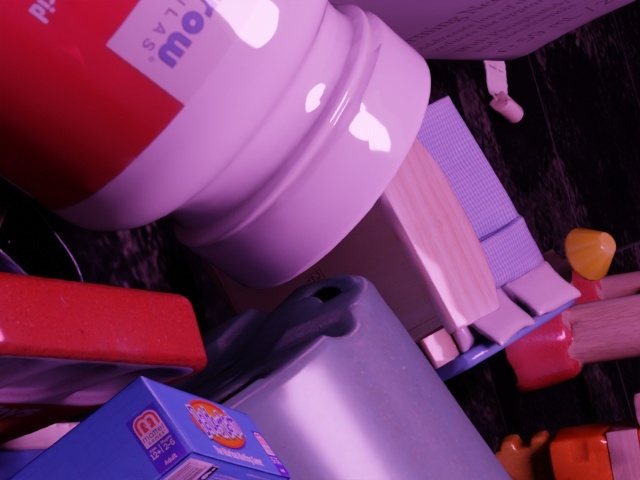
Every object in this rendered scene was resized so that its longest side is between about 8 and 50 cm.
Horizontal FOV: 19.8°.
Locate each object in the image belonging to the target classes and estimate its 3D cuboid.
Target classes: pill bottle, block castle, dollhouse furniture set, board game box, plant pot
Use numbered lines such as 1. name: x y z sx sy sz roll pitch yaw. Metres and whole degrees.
1. pill bottle: -0.145 -0.152 1.003 0.407 0.229 0.229 36 43 -22
2. block castle: 0.273 0.254 1.670 0.303 0.213 0.453 -18 98 -73
3. dollhouse furniture set: 0.079 -0.056 1.307 0.303 0.198 0.286 -24 84 -42
4. board game box: -0.128 0.155 0.885 0.047 0.210 0.160 53 4 18
5. plant pot: 0.002 0.224 1.111 0.334 0.341 0.341 59 31 -8

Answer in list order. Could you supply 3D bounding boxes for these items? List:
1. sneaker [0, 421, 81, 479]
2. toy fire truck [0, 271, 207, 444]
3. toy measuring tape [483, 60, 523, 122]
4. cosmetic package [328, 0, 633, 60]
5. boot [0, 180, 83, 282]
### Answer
1. sneaker: -0.179 0.145 0.984 0.058 0.152 0.084 36 46 -80
2. toy fire truck: -0.227 0.065 0.810 0.302 0.254 0.169 14 57 -58
3. toy measuring tape: 0.224 -0.290 1.956 0.121 0.121 0.330 31 49 -51
4. cosmetic package: 0.087 -0.340 1.407 0.393 0.329 0.327 -3 78 -39
5. boot: -0.219 -0.032 1.045 0.219 0.106 0.082 61 31 -22
